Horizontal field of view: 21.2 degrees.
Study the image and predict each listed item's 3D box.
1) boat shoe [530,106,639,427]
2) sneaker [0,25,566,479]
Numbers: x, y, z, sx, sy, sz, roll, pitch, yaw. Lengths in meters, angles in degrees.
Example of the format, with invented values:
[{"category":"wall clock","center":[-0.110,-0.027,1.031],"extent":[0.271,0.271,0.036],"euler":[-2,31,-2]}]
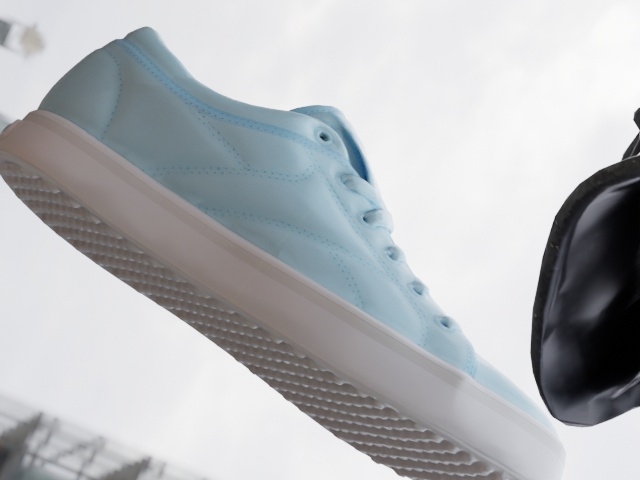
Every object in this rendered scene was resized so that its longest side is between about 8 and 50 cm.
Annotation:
[{"category":"boat shoe","center":[0.137,0.004,0.427],"extent":[0.187,0.156,0.500],"euler":[85,24,-55]},{"category":"sneaker","center":[0.000,0.000,0.943],"extent":[0.150,0.366,0.135],"euler":[-52,171,-17]}]
